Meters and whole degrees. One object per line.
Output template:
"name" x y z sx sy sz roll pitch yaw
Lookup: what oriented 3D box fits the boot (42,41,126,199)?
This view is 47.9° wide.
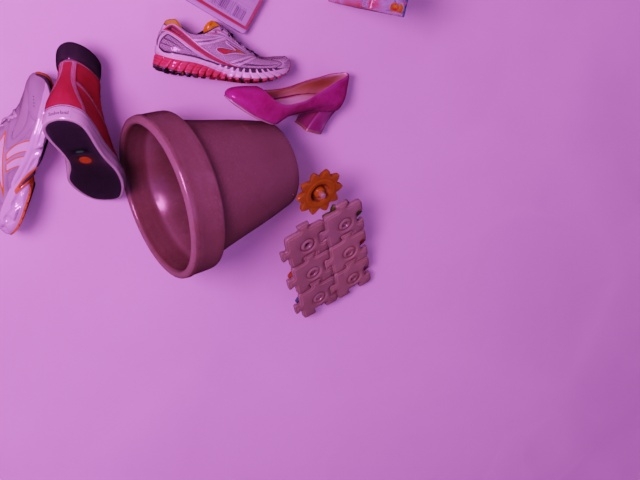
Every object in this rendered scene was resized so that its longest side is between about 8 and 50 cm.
"boot" -0.358 -0.186 1.132 0.089 0.176 0.244 -4 151 -1

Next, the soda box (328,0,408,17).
"soda box" 0.075 -0.396 1.144 0.063 0.183 0.058 5 110 -23

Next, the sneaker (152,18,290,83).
"sneaker" -0.151 -0.303 1.157 0.225 0.088 0.092 3 99 -27

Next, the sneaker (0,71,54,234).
"sneaker" -0.486 -0.139 1.100 0.121 0.099 0.262 18 103 -21

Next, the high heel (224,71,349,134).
"high heel" -0.048 -0.247 1.182 0.244 0.082 0.117 8 118 -47

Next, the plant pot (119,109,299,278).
"plant pot" -0.168 -0.099 1.168 0.229 0.263 0.262 -22 119 -31

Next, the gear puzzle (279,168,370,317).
"gear puzzle" 0.000 0.000 1.302 0.176 0.044 0.338 -29 142 -15

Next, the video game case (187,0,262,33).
"video game case" -0.136 -0.498 1.115 0.204 0.025 0.285 26 101 -27
